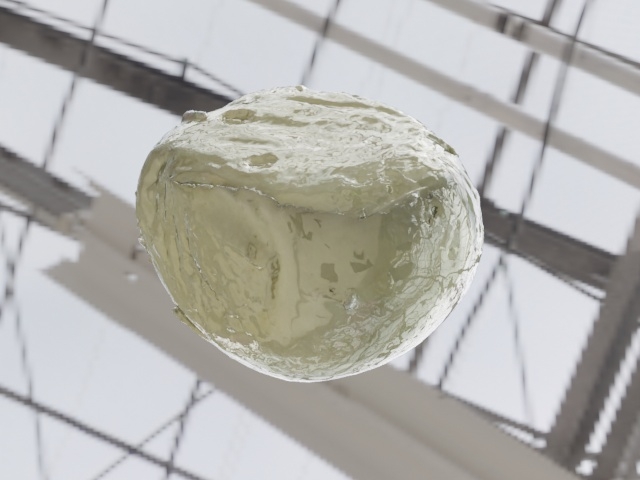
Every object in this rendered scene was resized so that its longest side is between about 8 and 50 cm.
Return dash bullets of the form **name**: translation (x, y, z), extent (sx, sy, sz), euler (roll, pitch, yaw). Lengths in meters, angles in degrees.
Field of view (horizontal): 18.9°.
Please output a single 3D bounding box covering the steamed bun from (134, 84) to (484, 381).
- **steamed bun**: translation (0.000, 0.000, 0.711), extent (0.130, 0.112, 0.091), euler (22, -53, 41)
